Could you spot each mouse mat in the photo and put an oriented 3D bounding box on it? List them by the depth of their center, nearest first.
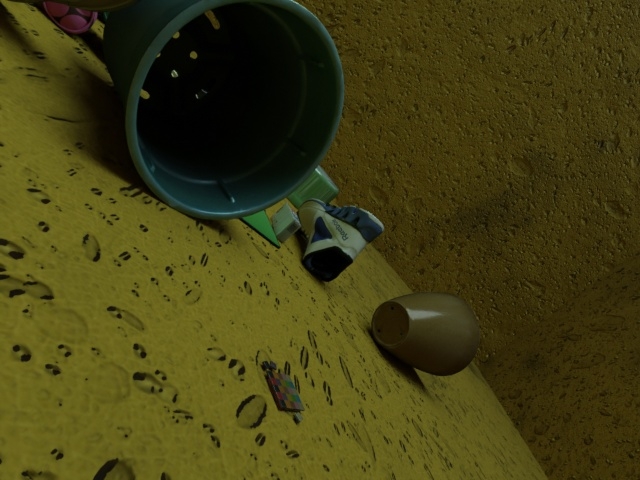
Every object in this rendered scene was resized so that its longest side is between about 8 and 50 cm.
[{"bbox_3d":[-0.161,-0.071,0.954,0.152,0.007,0.190,41,12,-41],"label":"mouse mat"}]

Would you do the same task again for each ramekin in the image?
[{"bbox_3d":[-0.067,-0.239,1.586,0.303,0.148,0.303,48,10,-11],"label":"ramekin"}]

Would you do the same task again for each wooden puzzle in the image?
[{"bbox_3d":[-0.044,0.184,0.507,0.049,0.006,0.083,38,15,-51],"label":"wooden puzzle"}]

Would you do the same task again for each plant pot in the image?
[{"bbox_3d":[-0.194,-0.266,0.704,0.334,0.341,0.341,46,6,37],"label":"plant pot"},{"bbox_3d":[0.260,0.236,1.114,0.254,0.237,0.237,21,28,-43],"label":"plant pot"}]

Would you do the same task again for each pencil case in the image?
[{"bbox_3d":[-0.488,-0.483,0.819,0.098,0.095,0.209,40,11,-40],"label":"pencil case"}]

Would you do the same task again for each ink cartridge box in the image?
[{"bbox_3d":[-0.087,-0.047,1.028,0.029,0.063,0.115,43,12,-28],"label":"ink cartridge box"}]

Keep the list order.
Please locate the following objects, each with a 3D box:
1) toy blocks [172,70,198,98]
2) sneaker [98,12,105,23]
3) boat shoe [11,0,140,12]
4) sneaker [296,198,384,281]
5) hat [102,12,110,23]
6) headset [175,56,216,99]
[{"bbox_3d":[-0.368,-0.373,1.039,0.123,0.054,0.148,46,11,-25],"label":"toy blocks"},{"bbox_3d":[-0.556,-0.612,1.020,0.090,0.081,0.232,48,6,35],"label":"sneaker"},{"bbox_3d":[-0.364,-0.380,0.558,0.098,0.302,0.109,-54,148,-73],"label":"boat shoe"},{"bbox_3d":[0.001,0.000,1.078,0.127,0.182,0.315,46,-19,-29],"label":"sneaker"},{"bbox_3d":[-0.345,-0.450,0.890,0.173,0.183,0.208,86,-17,-57],"label":"hat"},{"bbox_3d":[-0.342,-0.469,1.404,0.394,0.185,0.243,16,36,-46],"label":"headset"}]
